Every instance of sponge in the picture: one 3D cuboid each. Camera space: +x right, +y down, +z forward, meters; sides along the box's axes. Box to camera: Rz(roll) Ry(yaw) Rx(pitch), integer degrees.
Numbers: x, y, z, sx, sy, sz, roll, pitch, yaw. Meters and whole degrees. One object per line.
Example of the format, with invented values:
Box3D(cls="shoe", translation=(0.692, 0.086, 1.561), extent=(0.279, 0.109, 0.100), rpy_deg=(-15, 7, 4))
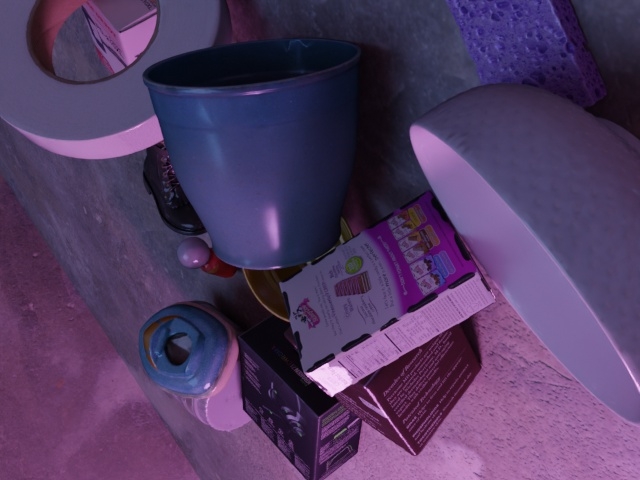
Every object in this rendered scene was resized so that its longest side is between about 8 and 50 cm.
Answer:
Box3D(cls="sponge", translation=(0.192, -0.217, 0.680), extent=(0.117, 0.031, 0.210), rpy_deg=(-14, 104, 58))

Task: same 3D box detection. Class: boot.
Box3D(cls="boot", translation=(-0.314, -0.157, 1.419), extent=(0.263, 0.091, 0.229), rpy_deg=(46, 147, 26))

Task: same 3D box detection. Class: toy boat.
Box3D(cls="toy boat", translation=(-0.275, 0.157, 1.416), extent=(0.267, 0.319, 0.148), rpy_deg=(7, 166, 38))

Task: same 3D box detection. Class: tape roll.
Box3D(cls="tape roll", translation=(-0.328, -0.313, 1.030), extent=(0.392, 0.392, 0.072), rpy_deg=(49, 174, 17))

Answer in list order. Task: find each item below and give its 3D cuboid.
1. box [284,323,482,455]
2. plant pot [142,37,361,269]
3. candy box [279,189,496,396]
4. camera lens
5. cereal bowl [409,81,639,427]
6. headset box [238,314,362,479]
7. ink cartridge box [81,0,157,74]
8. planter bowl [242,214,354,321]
Box3D(cls="box", translation=(0.093, 0.157, 0.961), extent=(0.168, 0.167, 0.203), rpy_deg=(25, 157, 45))
Box3D(cls="plant pot", translation=(-0.073, -0.112, 0.901), extent=(0.271, 0.271, 0.255), rpy_deg=(24, 129, 45))
Box3D(cls="candy box", translation=(0.074, 0.063, 0.839), extent=(0.071, 0.233, 0.159), rpy_deg=(50, -166, -40))
Box3D(cls="camera lens", translation=(-0.262, 0.284, 1.595), extent=(0.274, 0.219, 0.220), rpy_deg=(30, 139, 40))
Box3D(cls="cereal bowl", translation=(0.234, -0.010, 0.628), extent=(0.339, 0.141, 0.339), rpy_deg=(53, -177, -3))
Box3D(cls="headset box", translation=(-0.041, 0.309, 1.380), extent=(0.246, 0.131, 0.283), rpy_deg=(38, 143, 33))
Box3D(cls="ink cartridge box", translation=(-0.336, -0.366, 1.211), extent=(0.172, 0.100, 0.237), rpy_deg=(49, 162, 17))
Box3D(cls="planter bowl", translation=(-0.017, 0.017, 1.086), extent=(0.217, 0.090, 0.217), rpy_deg=(7, 104, 29))
